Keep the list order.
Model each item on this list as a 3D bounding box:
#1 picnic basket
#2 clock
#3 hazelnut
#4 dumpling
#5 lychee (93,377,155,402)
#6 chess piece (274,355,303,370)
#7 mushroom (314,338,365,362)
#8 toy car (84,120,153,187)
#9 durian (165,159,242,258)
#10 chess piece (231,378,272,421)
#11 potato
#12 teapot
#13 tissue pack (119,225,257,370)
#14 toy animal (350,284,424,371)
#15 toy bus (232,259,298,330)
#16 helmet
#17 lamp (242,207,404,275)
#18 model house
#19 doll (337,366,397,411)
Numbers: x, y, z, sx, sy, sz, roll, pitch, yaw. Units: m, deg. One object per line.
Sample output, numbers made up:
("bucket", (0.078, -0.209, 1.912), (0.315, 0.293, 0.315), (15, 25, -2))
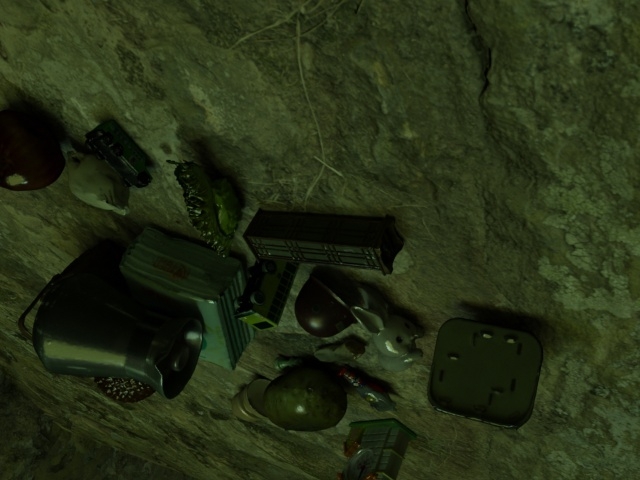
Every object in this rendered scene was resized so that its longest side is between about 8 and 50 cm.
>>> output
("picnic basket", (-0.634, 0.186, 1.953), (0.254, 0.321, 0.291), (43, 140, -18))
("clock", (0.148, 0.684, 2.158), (0.106, 0.255, 0.220), (40, 144, -20))
("hazelnut", (-0.671, -0.192, 1.580), (0.204, 0.178, 0.178), (38, 149, 9))
("dumpling", (-0.500, -0.126, 1.620), (0.199, 0.118, 0.136), (48, 168, 18))
("lychee", (-0.604, 0.373, 2.250), (0.268, 0.267, 0.267), (18, 147, 13))
("chess piece", (-0.088, 0.354, 2.066), (0.093, 0.042, 0.042), (-14, 130, 37))
("mushroom", (0.047, 0.295, 1.883), (0.059, 0.054, 0.202), (42, 150, -13))
("toy car", (-0.426, -0.181, 1.526), (0.071, 0.062, 0.165), (-5, 136, 40))
("durian", (-0.228, -0.062, 1.501), (0.107, 0.132, 0.375), (27, 155, 23))
("chess piece", (-0.232, 0.546, 2.380), (0.139, 0.124, 0.307), (6, 159, -25))
("potato", (-0.050, 0.462, 2.059), (0.210, 0.173, 0.307), (20, 155, -30))
("teapot", (-0.471, 0.234, 1.714), (0.344, 0.253, 0.300), (17, -179, 13))
("tissue pack", (-0.333, 0.163, 1.854), (0.287, 0.162, 0.388), (19, 147, 14))
("toy animal", (0.157, 0.198, 1.609), (0.131, 0.103, 0.220), (5, 142, 33))
("toy bus", (-0.121, 0.110, 1.624), (0.101, 0.175, 0.088), (35, 147, -26))
("helmet", (0.000, 0.167, 1.638), (0.155, 0.106, 0.175), (41, 173, 18))
("lamp", (0.000, 0.000, 1.459), (0.326, 0.090, 0.089), (4, 140, 30))
("model house", (0.382, 0.290, 1.561), (0.218, 0.204, 0.279), (11, 174, 26))
("doll", (0.134, 0.415, 1.974), (0.195, 0.062, 0.104), (35, 146, -1))
